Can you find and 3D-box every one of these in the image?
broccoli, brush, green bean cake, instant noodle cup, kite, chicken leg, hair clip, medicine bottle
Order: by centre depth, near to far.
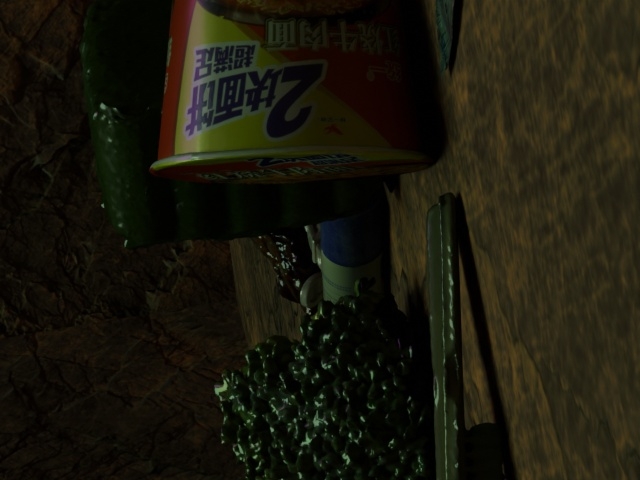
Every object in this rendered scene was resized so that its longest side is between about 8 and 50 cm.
[{"bbox_3d":[0.075,-0.174,1.278,0.152,0.005,0.137,-117,21,-72],"label":"kite"},{"bbox_3d":[0.100,0.109,1.326,0.054,0.048,0.282,121,147,-77],"label":"brush"},{"bbox_3d":[-0.023,-0.135,1.414,0.213,0.213,0.174,142,127,-83],"label":"instant noodle cup"},{"bbox_3d":[0.007,0.170,1.623,0.273,0.180,0.242,96,162,-70],"label":"broccoli"},{"bbox_3d":[-0.079,-0.119,1.662,0.250,0.247,0.156,-108,10,-57],"label":"green bean cake"},{"bbox_3d":[0.031,0.036,1.777,0.231,0.059,0.059,88,171,-48],"label":"medicine bottle"},{"bbox_3d":[0.000,0.000,1.962,0.226,0.072,0.034,-106,12,-55],"label":"hair clip"},{"bbox_3d":[-0.028,0.019,2.265,0.322,0.083,0.177,-141,28,-77],"label":"chicken leg"}]
